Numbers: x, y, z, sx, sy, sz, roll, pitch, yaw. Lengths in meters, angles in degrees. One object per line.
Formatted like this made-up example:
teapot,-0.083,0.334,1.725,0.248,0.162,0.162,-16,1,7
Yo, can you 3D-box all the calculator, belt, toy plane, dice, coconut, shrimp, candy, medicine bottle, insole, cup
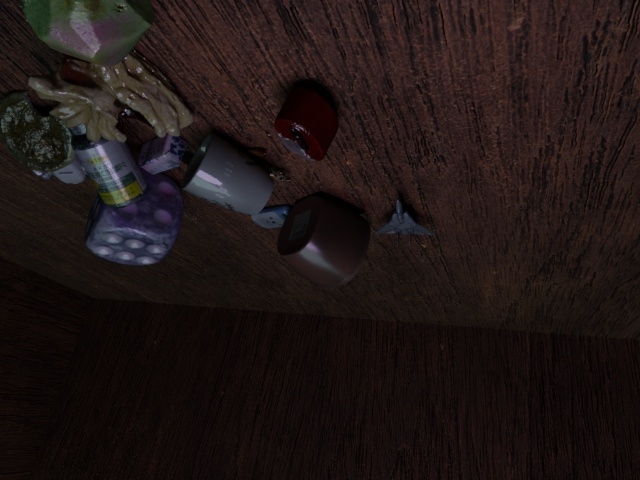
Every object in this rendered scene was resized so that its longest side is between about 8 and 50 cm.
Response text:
calculator,-0.167,-0.090,1.863,0.211,0.039,0.121,-5,155,30
belt,-0.029,-0.294,1.222,0.128,0.124,0.201,20,167,20
toy plane,0.277,-0.083,1.657,0.213,0.088,0.267,1,148,16
dice,-0.654,-0.084,1.716,0.270,0.271,0.270,18,145,-31
coconut,-0.428,-0.443,0.917,0.236,0.235,0.204,10,170,-2
shrimp,-0.167,-0.240,1.516,0.179,0.034,0.124,22,154,-5
candy,-0.492,-0.266,1.509,0.160,0.092,0.073,-8,153,39
medicine bottle,-0.635,-0.248,1.442,0.142,0.141,0.293,0,127,22
insole,-0.402,-0.242,1.641,0.080,0.003,0.232,-2,155,26
toy plane,-0.844,-0.269,1.610,0.253,0.118,0.252,-9,160,-3
cup,-0.285,-0.194,1.497,0.234,0.186,0.258,28,-177,-27

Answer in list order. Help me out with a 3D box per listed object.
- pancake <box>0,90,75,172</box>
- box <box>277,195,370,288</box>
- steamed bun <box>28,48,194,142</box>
pancake,-0.848,-0.314,1.451,0.254,0.037,0.253,3,123,5
box,0.000,0.000,1.696,0.216,0.300,0.301,31,149,-32
steamed bun,-0.536,-0.365,1.188,0.248,0.189,0.428,7,159,26
